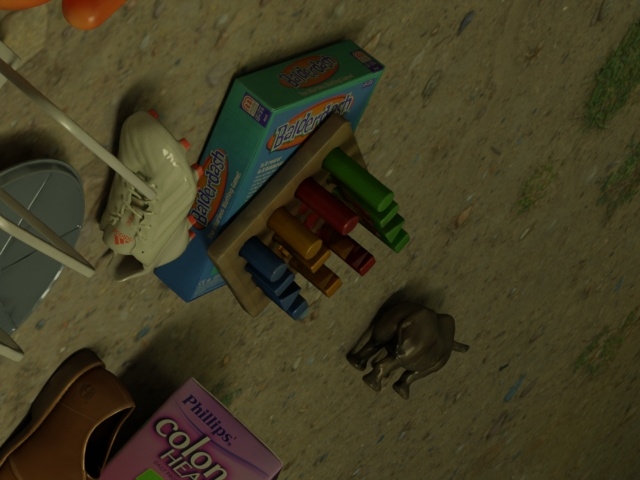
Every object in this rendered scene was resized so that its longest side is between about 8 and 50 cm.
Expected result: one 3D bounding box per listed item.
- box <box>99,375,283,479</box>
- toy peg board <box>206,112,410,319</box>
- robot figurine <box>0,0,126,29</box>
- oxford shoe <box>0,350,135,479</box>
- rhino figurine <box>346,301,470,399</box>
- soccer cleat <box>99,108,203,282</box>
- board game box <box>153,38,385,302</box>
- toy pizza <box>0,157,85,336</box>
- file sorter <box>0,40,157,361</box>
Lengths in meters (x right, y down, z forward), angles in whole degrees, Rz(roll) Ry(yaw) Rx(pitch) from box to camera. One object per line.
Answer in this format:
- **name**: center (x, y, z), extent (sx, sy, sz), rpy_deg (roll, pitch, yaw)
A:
- **box**: center (-0.158, 0.260, 1.805), extent (0.243, 0.117, 0.213), rpy_deg (-47, 175, -10)
- **toy peg board**: center (0.000, 0.000, 1.680), extent (0.160, 0.079, 0.161), rpy_deg (-48, 159, -8)
- **robot figurine**: center (-0.145, -0.213, 1.090), extent (0.219, 0.128, 0.158), rpy_deg (-41, 160, -27)
- **oxford shoe**: center (-0.231, 0.199, 1.685), extent (0.212, 0.076, 0.076), rpy_deg (-56, 161, 18)
- **rhino figurine**: center (0.111, 0.124, 2.272), extent (0.106, 0.073, 0.243), rpy_deg (-50, 161, 7)
- **soccer cleat**: center (-0.135, -0.028, 1.515), extent (0.076, 0.068, 0.196), rpy_deg (-39, 160, -20)
- **board game box**: center (-0.043, -0.059, 1.670), extent (0.160, 0.047, 0.210), rpy_deg (-24, 148, -50)
- **toy pizza**: center (-0.247, 0.019, 1.404), extent (0.201, 0.032, 0.201), rpy_deg (-44, 159, -21)
- **file sorter**: center (-0.256, 0.004, 1.161), extent (0.278, 0.173, 0.193), rpy_deg (-50, 160, -2)
